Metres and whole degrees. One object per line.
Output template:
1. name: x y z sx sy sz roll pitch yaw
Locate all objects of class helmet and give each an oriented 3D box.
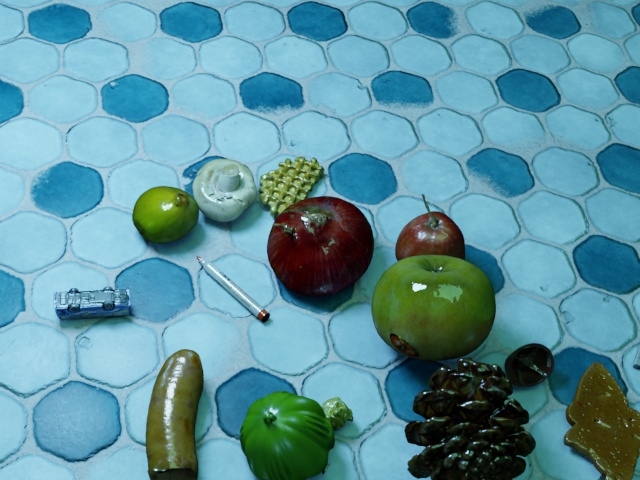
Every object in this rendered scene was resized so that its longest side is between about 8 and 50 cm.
1. helmet: 0.425 0.256 1.894 0.111 0.057 0.089 -13 98 -12

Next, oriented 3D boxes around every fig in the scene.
1. fig: -0.340 -0.059 1.999 0.152 0.121 0.136 -14 58 11

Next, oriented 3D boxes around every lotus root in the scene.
1. lotus root: -0.075 0.347 1.661 0.186 0.186 0.186 4 52 -5

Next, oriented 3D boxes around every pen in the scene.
1. pen: -0.192 0.100 1.951 0.218 0.026 0.026 39 58 21

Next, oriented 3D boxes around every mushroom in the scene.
1. mushroom: -0.215 -0.118 2.056 0.154 0.122 0.154 8 52 -11

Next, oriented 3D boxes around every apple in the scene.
1. apple: 0.230 0.132 1.845 0.260 0.194 0.261 0 18 0

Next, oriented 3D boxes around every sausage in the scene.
1. sausage: -0.274 0.331 1.718 0.108 0.109 0.271 5 53 -4

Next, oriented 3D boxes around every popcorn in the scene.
1. popcorn: 0.024 0.346 1.772 0.068 0.060 0.083 -6 31 40

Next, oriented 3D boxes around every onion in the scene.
1. onion: 0.003 0.007 1.978 0.248 0.161 0.248 5 71 -16

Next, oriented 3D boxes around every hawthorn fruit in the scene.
1. hawthorn fruit: 0.247 -0.001 1.975 0.162 0.203 0.163 2 55 -3

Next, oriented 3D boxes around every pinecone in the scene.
1. pinecone: 0.276 0.348 1.699 0.244 0.244 0.309 8 33 -1

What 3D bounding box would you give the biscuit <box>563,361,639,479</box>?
1. biscuit: 0.575 0.372 1.838 0.183 0.043 0.280 7 47 -7

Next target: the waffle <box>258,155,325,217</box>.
1. waffle: -0.059 -0.125 2.129 0.192 0.046 0.161 -24 57 -24

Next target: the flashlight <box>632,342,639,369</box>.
1. flashlight: 0.697 0.243 1.966 0.018 0.018 0.083 24 53 13

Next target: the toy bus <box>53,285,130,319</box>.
1. toy bus: -0.470 0.131 1.867 0.153 0.061 0.051 -3 52 -12
